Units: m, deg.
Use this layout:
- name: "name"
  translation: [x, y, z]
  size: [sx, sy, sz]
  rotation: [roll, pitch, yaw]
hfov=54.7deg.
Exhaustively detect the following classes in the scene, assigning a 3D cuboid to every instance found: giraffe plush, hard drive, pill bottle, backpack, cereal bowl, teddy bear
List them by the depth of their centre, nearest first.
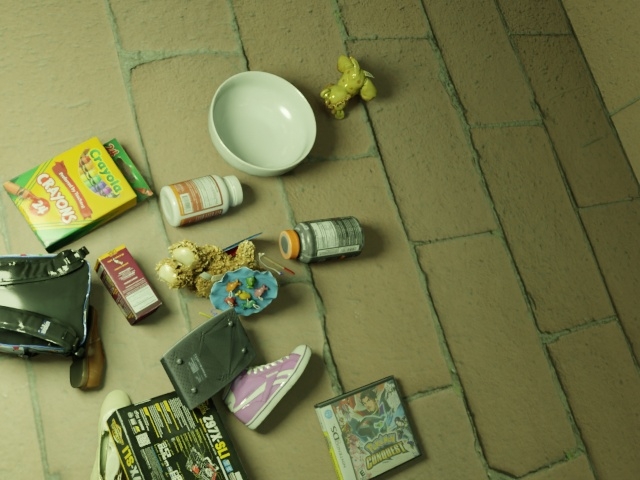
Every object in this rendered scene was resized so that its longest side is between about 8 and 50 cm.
- name: "backpack"
  translation: [-0.698, 0.152, 1.472]
  size: [0.263, 0.213, 0.277]
  rotation: [10, 62, -30]
- name: "hard drive"
  translation: [-0.290, 0.299, 1.597]
  size: [0.254, 0.054, 0.172]
  rotation: [-35, 104, -46]
- name: "teddy bear"
  translation: [-0.277, 0.078, 1.683]
  size: [0.337, 0.245, 0.113]
  rotation: [4, 44, -23]
- name: "pill bottle"
  translation: [-0.340, -0.121, 1.783]
  size: [0.216, 0.121, 0.121]
  rotation: [-18, 80, -29]
- name: "pill bottle"
  translation: [0.000, 0.000, 1.889]
  size: [0.245, 0.130, 0.131]
  rotation: [-7, 75, -26]
- name: "cereal bowl"
  translation: [-0.192, -0.344, 1.918]
  size: [0.338, 0.141, 0.339]
  rotation: [9, 68, -22]
- name: "giraffe plush"
  translation: [0.082, -0.511, 2.107]
  size: [0.170, 0.210, 0.181]
  rotation: [-43, 105, 2]

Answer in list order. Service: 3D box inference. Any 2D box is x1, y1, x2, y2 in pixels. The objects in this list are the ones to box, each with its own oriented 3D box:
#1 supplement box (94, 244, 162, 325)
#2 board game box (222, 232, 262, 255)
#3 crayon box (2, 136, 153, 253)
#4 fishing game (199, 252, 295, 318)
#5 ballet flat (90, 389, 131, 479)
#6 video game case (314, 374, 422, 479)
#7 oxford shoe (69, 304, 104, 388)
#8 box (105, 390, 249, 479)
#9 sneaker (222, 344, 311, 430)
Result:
- name: "supplement box"
  translation: [-0.508, 0.119, 1.629]
  size: [0.080, 0.104, 0.188]
  rotation: [-33, 88, -30]
- name: "board game box"
  translation: [-0.236, 0.025, 1.775]
  size: [0.168, 0.133, 0.033]
  rotation: [-28, 97, -30]
- name: "crayon box"
  translation: [-0.636, -0.136, 1.645]
  size: [0.318, 0.081, 0.202]
  rotation: [-35, 88, -20]
- name: "fishing game"
  translation: [-0.203, 0.145, 1.665]
  size: [0.189, 0.264, 0.041]
  rotation: [35, 23, -39]
- name: "ballet flat"
  translation: [-0.504, 0.489, 1.512]
  size: [0.086, 0.086, 0.249]
  rotation: [9, 68, -21]
- name: "video game case"
  translation: [0.142, 0.557, 1.810]
  size: [0.274, 0.035, 0.248]
  rotation: [-14, 78, -28]
- name: "oxford shoe"
  translation: [-0.585, 0.271, 1.572]
  size: [0.076, 0.076, 0.212]
  rotation: [23, 57, -49]
- name: "box"
  translation: [-0.336, 0.527, 1.495]
  size: [0.257, 0.079, 0.322]
  rotation: [-7, 60, -48]
- name: "sneaker"
  translation: [-0.153, 0.362, 1.709]
  size: [0.161, 0.102, 0.282]
  rotation: [44, 60, -1]
